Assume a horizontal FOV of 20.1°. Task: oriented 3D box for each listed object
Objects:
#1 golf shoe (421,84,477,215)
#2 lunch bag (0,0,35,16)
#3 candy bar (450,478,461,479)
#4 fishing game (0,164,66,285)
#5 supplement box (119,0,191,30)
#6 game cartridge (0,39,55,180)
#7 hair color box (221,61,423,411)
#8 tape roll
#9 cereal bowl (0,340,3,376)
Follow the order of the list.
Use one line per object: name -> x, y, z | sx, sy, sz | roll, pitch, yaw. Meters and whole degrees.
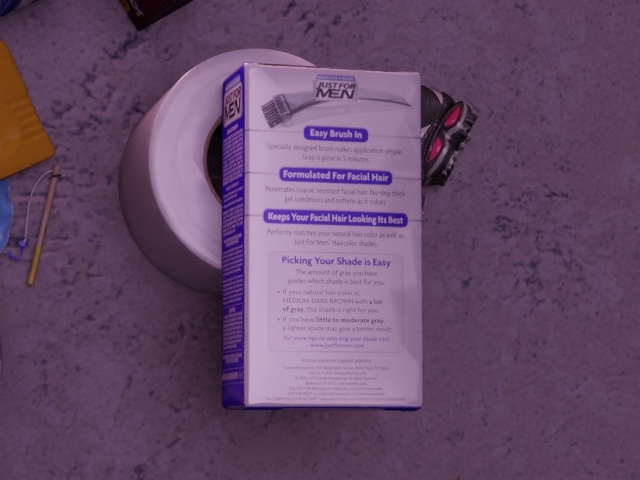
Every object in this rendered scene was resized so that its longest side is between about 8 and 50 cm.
golf shoe -> 0.070, -0.055, 2.022 | 0.120, 0.105, 0.273 | 27, 69, 4
lunch bag -> -0.340, -0.397, 1.853 | 0.115, 0.243, 0.303 | -24, 91, -19
candy bar -> 0.164, 0.346, 2.026 | 0.040, 0.018, 0.161 | -16, 87, -22
fishing game -> -0.412, -0.039, 1.890 | 0.264, 0.041, 0.189 | 19, 75, -14
supplement box -> -0.172, -0.304, 1.920 | 0.081, 0.188, 0.104 | -34, 93, -18
game cartridge -> -0.447, -0.181, 1.815 | 0.285, 0.052, 0.324 | -30, 95, -41
hair color box -> 0.000, 0.000, 1.799 | 0.185, 0.110, 0.339 | 2, 85, -16
tape roll -> -0.082, -0.069, 1.928 | 0.246, 0.169, 0.246 | 2, 82, -16
cereal bowl -> -0.474, 0.070, 1.712 | 0.339, 0.339, 0.141 | 2, 67, -17
